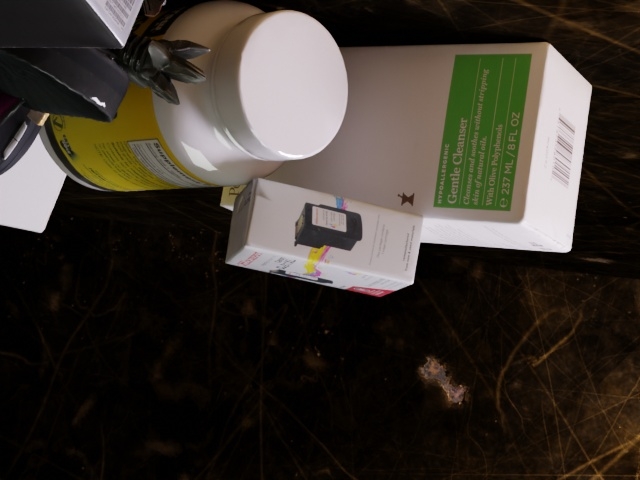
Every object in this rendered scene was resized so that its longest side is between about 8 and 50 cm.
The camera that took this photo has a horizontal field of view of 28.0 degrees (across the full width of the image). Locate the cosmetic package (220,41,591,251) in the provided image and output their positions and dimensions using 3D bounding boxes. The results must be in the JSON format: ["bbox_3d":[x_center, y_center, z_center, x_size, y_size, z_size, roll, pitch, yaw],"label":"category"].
[{"bbox_3d":[0.091,-0.102,1.404,0.366,0.197,0.155,3,170,30],"label":"cosmetic package"}]

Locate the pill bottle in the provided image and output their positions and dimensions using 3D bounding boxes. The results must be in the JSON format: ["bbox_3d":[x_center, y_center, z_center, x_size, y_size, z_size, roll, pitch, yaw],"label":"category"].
[{"bbox_3d":[-0.136,-0.148,1.331,0.188,0.188,0.334,15,170,-42],"label":"pill bottle"}]

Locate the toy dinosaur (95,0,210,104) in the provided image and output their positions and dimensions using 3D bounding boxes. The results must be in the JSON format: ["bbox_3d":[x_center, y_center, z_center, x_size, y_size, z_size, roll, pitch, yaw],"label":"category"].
[{"bbox_3d":[-0.175,-0.241,1.003,0.322,0.164,0.218,27,173,45],"label":"toy dinosaur"}]

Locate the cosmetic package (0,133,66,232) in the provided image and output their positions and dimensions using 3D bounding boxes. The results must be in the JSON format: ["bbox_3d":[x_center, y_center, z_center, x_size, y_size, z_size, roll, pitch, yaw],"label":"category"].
[{"bbox_3d":[-0.516,-0.152,1.582,0.385,0.156,0.217,11,-157,-33],"label":"cosmetic package"}]

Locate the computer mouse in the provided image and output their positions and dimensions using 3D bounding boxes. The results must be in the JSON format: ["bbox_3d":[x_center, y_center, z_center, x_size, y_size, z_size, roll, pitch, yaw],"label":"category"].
[{"bbox_3d":[-0.283,-0.126,1.264,0.060,0.262,0.184,38,-171,-27],"label":"computer mouse"}]

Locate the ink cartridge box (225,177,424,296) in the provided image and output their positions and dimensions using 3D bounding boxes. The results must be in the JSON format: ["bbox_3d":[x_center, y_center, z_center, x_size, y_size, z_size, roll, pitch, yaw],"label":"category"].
[{"bbox_3d":[0.000,0.000,1.303,0.175,0.072,0.127,12,169,-11],"label":"ink cartridge box"}]

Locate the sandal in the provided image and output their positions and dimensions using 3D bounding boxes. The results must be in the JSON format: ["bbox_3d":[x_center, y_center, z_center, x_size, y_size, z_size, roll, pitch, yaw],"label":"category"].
[{"bbox_3d":[-0.327,-0.143,1.117,0.167,0.107,0.446,32,170,-34],"label":"sandal"}]

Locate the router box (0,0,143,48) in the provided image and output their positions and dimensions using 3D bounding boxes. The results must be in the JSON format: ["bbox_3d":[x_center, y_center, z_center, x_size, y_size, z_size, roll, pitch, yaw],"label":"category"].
[{"bbox_3d":[-0.284,-0.244,0.820,0.243,0.081,0.309,5,153,27],"label":"router box"}]
